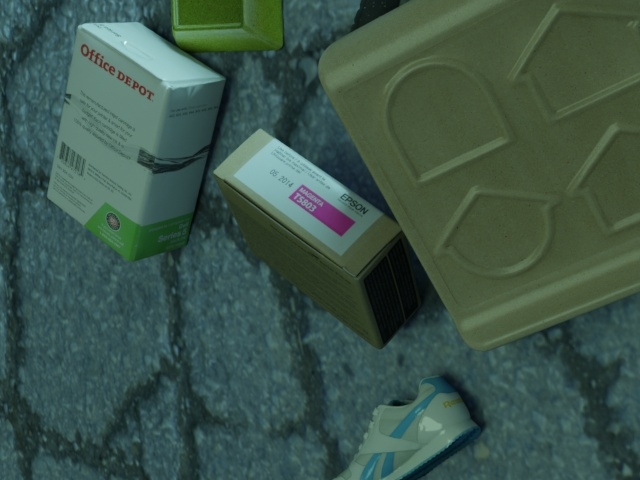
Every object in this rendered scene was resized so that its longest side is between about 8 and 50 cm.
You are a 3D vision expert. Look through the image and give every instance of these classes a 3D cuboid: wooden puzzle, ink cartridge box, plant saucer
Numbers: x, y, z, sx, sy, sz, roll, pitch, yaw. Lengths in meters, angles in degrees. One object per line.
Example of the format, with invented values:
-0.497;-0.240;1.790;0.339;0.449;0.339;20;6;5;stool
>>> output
0.212;-0.101;1.069;0.322;0.080;0.348;-25;100;21;wooden puzzle
-0.261;-0.141;1.529;0.198;0.115;0.273;35;122;29;ink cartridge box
-0.137;-0.343;1.445;0.188;0.045;0.188;6;102;38;plant saucer
0.000;0.000;1.309;0.235;0.088;0.193;37;163;27;ink cartridge box

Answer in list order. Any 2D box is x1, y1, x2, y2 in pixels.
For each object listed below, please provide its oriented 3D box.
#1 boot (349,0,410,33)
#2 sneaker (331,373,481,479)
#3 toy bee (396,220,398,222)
0.178;-0.291;1.168;0.223;0.118;0.338;17;90;12;boot
0.092;0.252;1.357;0.229;0.087;0.092;-40;66;29;sneaker
0.132;-0.068;1.210;0.298;0.162;0.195;48;126;21;toy bee
